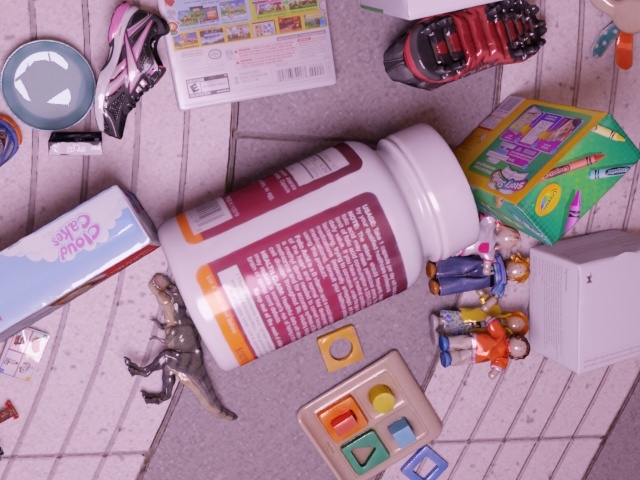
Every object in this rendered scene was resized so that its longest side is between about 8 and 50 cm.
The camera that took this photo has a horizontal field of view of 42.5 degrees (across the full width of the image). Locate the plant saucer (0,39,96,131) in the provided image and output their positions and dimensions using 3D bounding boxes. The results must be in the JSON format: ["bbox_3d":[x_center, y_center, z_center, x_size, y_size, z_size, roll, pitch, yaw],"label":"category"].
[{"bbox_3d":[-0.358,-0.204,1.084,0.119,0.021,0.119,-4,105,-13],"label":"plant saucer"}]

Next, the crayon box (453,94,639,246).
[{"bbox_3d":[0.289,-0.107,1.140,0.165,0.278,0.081,-45,110,1],"label":"crayon box"}]

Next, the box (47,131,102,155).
[{"bbox_3d":[-0.321,-0.128,1.081,0.067,0.083,0.018,-2,107,-13],"label":"box"}]

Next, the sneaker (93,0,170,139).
[{"bbox_3d":[-0.244,-0.217,1.075,0.077,0.072,0.178,14,103,-2],"label":"sneaker"}]

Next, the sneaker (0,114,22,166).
[{"bbox_3d":[-0.485,-0.082,1.050,0.221,0.087,0.083,-42,110,-1],"label":"sneaker"}]

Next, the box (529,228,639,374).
[{"bbox_3d":[0.439,0.092,1.303,0.181,0.119,0.181,-11,107,-22],"label":"box"}]

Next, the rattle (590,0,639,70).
[{"bbox_3d":[0.468,-0.381,1.244,0.130,0.142,0.199,-5,126,20],"label":"rattle"}]

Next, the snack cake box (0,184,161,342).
[{"bbox_3d":[-0.346,0.035,1.073,0.264,0.152,0.089,-31,90,-5],"label":"snack cake box"}]

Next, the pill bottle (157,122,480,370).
[{"bbox_3d":[0.000,0.000,1.125,0.392,0.224,0.224,-24,109,-6],"label":"pill bottle"}]

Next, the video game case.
[{"bbox_3d":[-0.102,-0.298,1.123,0.227,0.026,0.206,-12,108,-10],"label":"video game case"}]

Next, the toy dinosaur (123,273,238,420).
[{"bbox_3d":[-0.217,0.186,1.209,0.118,0.064,0.268,-25,113,-14],"label":"toy dinosaur"}]

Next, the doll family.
[{"bbox_3d":[0.252,0.081,1.287,0.163,0.118,0.262,-4,88,-7],"label":"doll family"}]

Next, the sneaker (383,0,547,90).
[{"bbox_3d":[0.201,-0.278,1.170,0.276,0.135,0.097,-21,98,-32],"label":"sneaker"}]

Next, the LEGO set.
[{"bbox_3d":[-0.512,0.215,1.156,0.183,0.060,0.244,21,88,-17],"label":"LEGO set"}]

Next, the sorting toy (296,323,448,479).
[{"bbox_3d":[0.085,0.297,1.322,0.196,0.047,0.347,-33,110,-4],"label":"sorting toy"}]

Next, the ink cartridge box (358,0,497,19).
[{"bbox_3d":[0.203,-0.380,1.080,0.278,0.201,0.117,-14,113,-10],"label":"ink cartridge box"}]
